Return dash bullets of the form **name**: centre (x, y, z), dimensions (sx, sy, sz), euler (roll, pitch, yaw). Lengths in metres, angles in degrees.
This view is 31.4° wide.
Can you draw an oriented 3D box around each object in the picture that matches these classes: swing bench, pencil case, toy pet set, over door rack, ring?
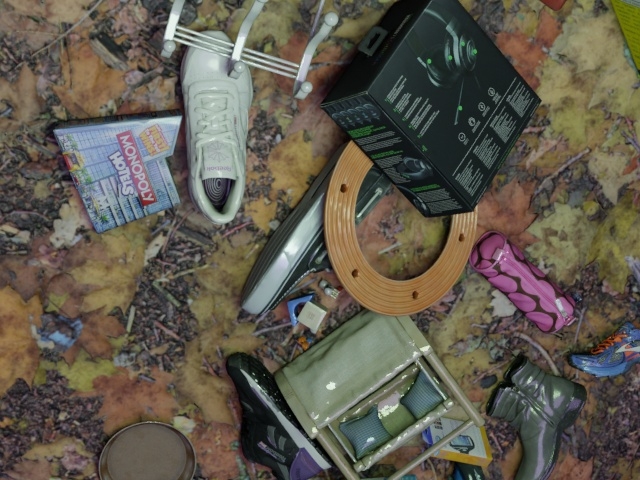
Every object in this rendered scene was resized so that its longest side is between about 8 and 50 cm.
- **swing bench**: centre (0.098, 0.268, 1.969), dimensions (0.253, 0.165, 0.255), euler (-37, 112, 1)
- **pencil case**: centre (0.358, 0.074, 1.999), dimensions (0.209, 0.098, 0.095), euler (38, 97, -21)
- **toy pet set**: centre (-0.024, 0.121, 1.935), dimensions (0.065, 0.114, 0.122), euler (31, 98, 4)
- **over door rack**: centre (-0.086, -0.398, 1.688), dimensions (0.239, 0.108, 0.324), euler (15, 87, -18)
- **ring**: centre (0.132, -0.043, 1.873), dimensions (0.336, 0.032, 0.337), euler (-4, 96, -38)

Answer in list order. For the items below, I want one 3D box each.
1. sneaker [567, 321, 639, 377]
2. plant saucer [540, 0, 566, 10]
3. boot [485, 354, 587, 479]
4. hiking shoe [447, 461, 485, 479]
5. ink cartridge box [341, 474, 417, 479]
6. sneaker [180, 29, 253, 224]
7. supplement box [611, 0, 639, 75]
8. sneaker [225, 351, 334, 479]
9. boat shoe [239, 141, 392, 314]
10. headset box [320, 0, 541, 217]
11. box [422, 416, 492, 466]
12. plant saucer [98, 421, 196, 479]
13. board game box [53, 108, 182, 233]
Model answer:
- **sneaker**: centre (0.556, 0.196, 2.107), dimensions (0.221, 0.083, 0.087), euler (-11, 97, -15)
- **plant saucer**: centre (0.365, -0.539, 1.820), dimensions (0.258, 0.048, 0.259), euler (30, 100, -20)
- **boot**: centre (0.372, 0.342, 2.114), dimensions (0.161, 0.083, 0.247), euler (23, 96, -12)
- **hiking shoe**: centre (0.240, 0.540, 2.123), dimensions (0.132, 0.113, 0.304), euler (1, 105, -8)
- **ink cartridge box**: centre (0.047, 0.554, 2.003), dimensions (0.270, 0.197, 0.198), euler (-5, 111, 6)
- **sneaker**: centre (-0.152, -0.170, 1.767), dimensions (0.114, 0.152, 0.305), euler (-5, 108, -9)
- **supplement box**: centre (0.582, -0.423, 1.800), dimensions (0.195, 0.194, 0.357), euler (-35, 121, -4)
- **sneaker**: centre (-0.100, 0.325, 1.978), dimensions (0.124, 0.107, 0.283), euler (-33, 113, 6)
- **boat shoe**: centre (0.000, 0.000, 1.876), dimensions (0.119, 0.121, 0.335), euler (36, 95, -17)
- **headset box**: centre (0.171, -0.221, 1.783), dimensions (0.283, 0.131, 0.246), euler (44, 64, -23)
- **box**: centre (0.242, 0.364, 2.079), dimensions (0.136, 0.081, 0.028), euler (13, 127, -16)
- **plant saucer**: centre (-0.302, 0.386, 1.988), dimensions (0.168, 0.029, 0.169), euler (-4, 109, -13)
- **board game box**: centre (-0.295, -0.125, 1.799), dimensions (0.194, 0.060, 0.194), euler (-20, 112, -5)
